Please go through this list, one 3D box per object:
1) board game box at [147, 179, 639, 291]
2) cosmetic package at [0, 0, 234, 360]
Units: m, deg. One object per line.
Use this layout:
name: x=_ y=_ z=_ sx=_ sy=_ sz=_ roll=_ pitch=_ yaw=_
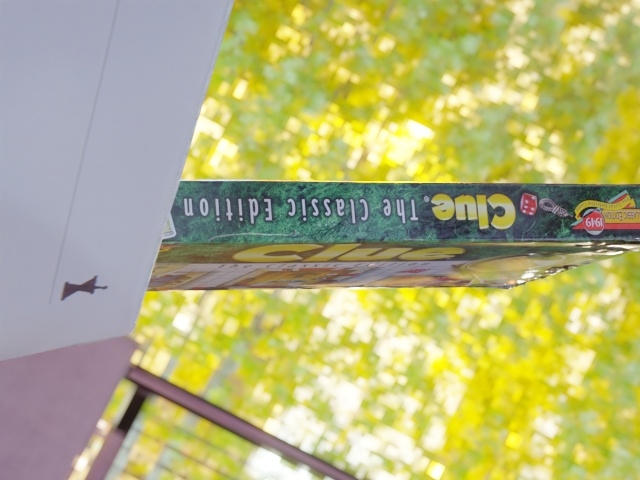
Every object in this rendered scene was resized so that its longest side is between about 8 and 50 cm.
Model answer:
board game box: x=0.000 y=0.000 z=0.703 sx=0.259 sy=0.030 sz=0.136 roll=0 pitch=-12 yaw=-23
cosmetic package: x=-0.151 y=-0.085 z=0.320 sx=0.284 sy=0.097 sz=0.377 roll=-9 pitch=-31 yaw=-23
